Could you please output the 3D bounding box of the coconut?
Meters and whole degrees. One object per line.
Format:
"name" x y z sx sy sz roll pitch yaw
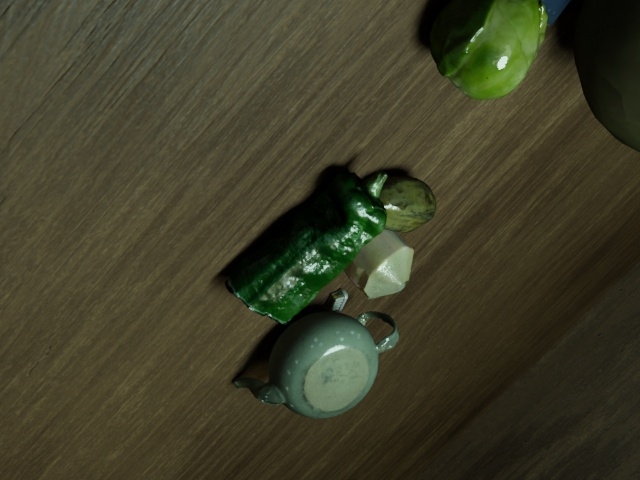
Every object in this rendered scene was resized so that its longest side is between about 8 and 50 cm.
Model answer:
"coconut" 0.091 0.034 1.635 0.116 0.122 0.116 -34 155 -18

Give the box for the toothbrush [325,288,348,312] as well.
"toothbrush" -0.014 0.206 1.891 0.030 0.025 0.342 -15 146 -33

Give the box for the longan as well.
"longan" 0.565 -0.308 1.529 0.404 0.336 0.405 -9 105 -37

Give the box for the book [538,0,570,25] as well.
"book" 0.358 -0.421 1.388 0.269 0.025 0.190 -52 153 22

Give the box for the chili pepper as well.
"chili pepper" 0.000 0.000 1.466 0.136 0.099 0.270 38 100 -30

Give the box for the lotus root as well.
"lotus root" 0.120 -0.058 1.576 0.089 0.081 0.179 -38 156 27

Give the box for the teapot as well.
"teapot" 0.002 0.208 1.759 0.294 0.129 0.193 -28 126 -11

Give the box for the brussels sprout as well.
"brussels sprout" 0.214 -0.258 1.329 0.146 0.131 0.183 -60 161 -15
